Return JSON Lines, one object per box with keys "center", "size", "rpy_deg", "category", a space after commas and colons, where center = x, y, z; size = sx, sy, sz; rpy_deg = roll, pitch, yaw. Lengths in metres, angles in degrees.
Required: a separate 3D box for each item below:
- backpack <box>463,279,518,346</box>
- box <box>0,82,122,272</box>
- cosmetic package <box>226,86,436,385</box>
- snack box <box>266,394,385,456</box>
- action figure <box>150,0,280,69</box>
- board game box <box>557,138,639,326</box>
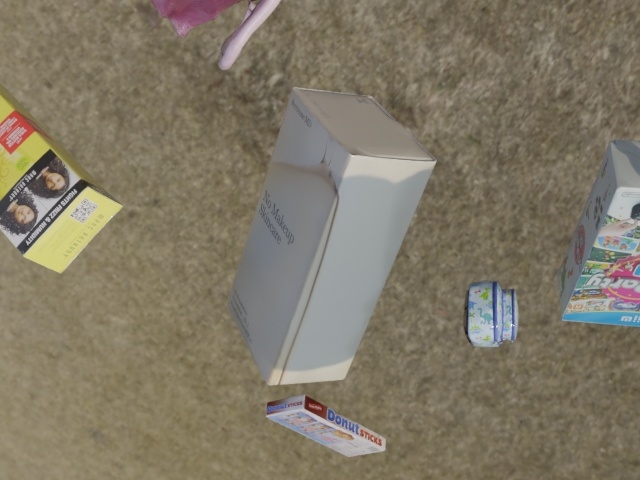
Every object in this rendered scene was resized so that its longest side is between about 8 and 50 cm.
{"center": [0.267, 0.113, 1.293], "size": [0.084, 0.104, 0.114], "rpy_deg": [-2, 167, 17], "category": "backpack"}
{"center": [-0.289, -0.076, 0.765], "size": [0.232, 0.087, 0.058], "rpy_deg": [43, 179, 27], "category": "box"}
{"center": [0.000, 0.000, 0.951], "size": [0.160, 0.113, 0.309], "rpy_deg": [54, 135, 46], "category": "cosmetic package"}
{"center": [0.010, 0.247, 1.086], "size": [0.064, 0.022, 0.178], "rpy_deg": [-19, 141, 34], "category": "snack box"}
{"center": [-0.036, -0.329, 0.847], "size": [0.370, 0.248, 0.275], "rpy_deg": [-16, 127, 26], "category": "action figure"}
{"center": [0.484, 0.002, 1.171], "size": [0.224, 0.097, 0.303], "rpy_deg": [4, 142, 3], "category": "board game box"}
